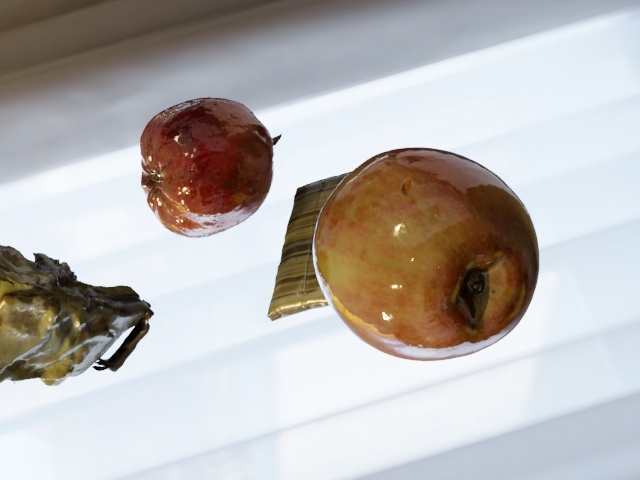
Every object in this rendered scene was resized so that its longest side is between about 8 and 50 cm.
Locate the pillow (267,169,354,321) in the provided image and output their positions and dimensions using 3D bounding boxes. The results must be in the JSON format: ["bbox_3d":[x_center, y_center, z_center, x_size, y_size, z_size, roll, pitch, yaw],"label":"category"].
[{"bbox_3d":[0.000,0.000,1.725,0.038,0.113,0.203,49,-142,-39],"label":"pillow"}]

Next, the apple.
[{"bbox_3d":[0.093,0.014,1.263,0.174,0.188,0.188,33,144,55],"label":"apple"}]

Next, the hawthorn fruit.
[{"bbox_3d":[-0.135,-0.102,1.904,0.179,0.200,0.179,33,134,42],"label":"hawthorn fruit"}]

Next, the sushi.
[{"bbox_3d":[-0.312,0.085,1.588,0.131,0.139,0.291,44,-167,28],"label":"sushi"}]
